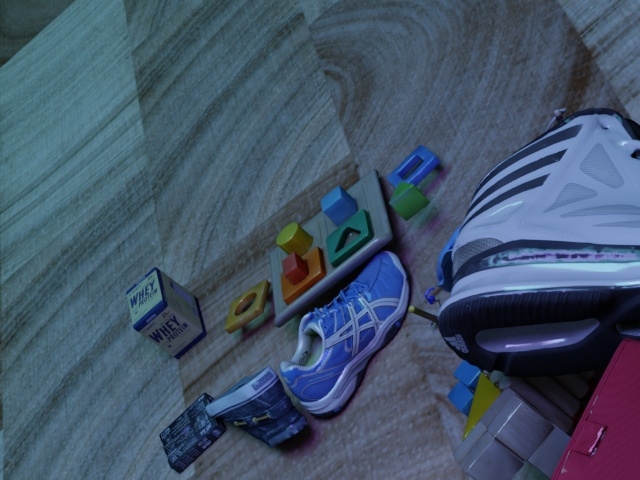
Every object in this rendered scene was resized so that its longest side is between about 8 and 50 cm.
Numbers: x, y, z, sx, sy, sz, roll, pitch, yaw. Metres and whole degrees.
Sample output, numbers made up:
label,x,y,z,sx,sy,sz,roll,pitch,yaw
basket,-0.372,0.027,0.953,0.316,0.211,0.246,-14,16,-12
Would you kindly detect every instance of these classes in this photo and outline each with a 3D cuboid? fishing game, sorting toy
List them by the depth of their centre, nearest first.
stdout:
label,x,y,z,sx,sy,sz,roll,pitch,yaw
fishing game,0.189,-0.017,1.557,0.041,0.189,0.264,37,89,17
sorting toy,0.000,0.000,1.791,0.347,0.047,0.196,-39,23,16

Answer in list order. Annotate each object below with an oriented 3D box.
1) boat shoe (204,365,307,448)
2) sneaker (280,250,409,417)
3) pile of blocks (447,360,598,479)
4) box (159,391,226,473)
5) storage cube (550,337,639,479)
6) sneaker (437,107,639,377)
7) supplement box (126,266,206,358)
label,x,y,z,sx,sy,sz,roll,pitch,yaw
boat shoe,-0.077,0.205,1.713,0.065,0.083,0.183,-36,1,-23
sneaker,0.030,0.097,1.675,0.080,0.081,0.211,4,59,52
pile of blocks,0.218,0.108,1.443,0.149,0.112,0.362,-26,32,49
box,-0.159,0.237,1.809,0.083,0.018,0.067,-44,35,9
storage cube,0.318,0.212,1.156,0.193,0.183,0.215,13,68,52
sneaker,0.332,-0.026,1.289,0.447,0.169,0.258,-3,52,18
supplement box,-0.204,0.095,1.936,0.056,0.083,0.083,-41,35,14
